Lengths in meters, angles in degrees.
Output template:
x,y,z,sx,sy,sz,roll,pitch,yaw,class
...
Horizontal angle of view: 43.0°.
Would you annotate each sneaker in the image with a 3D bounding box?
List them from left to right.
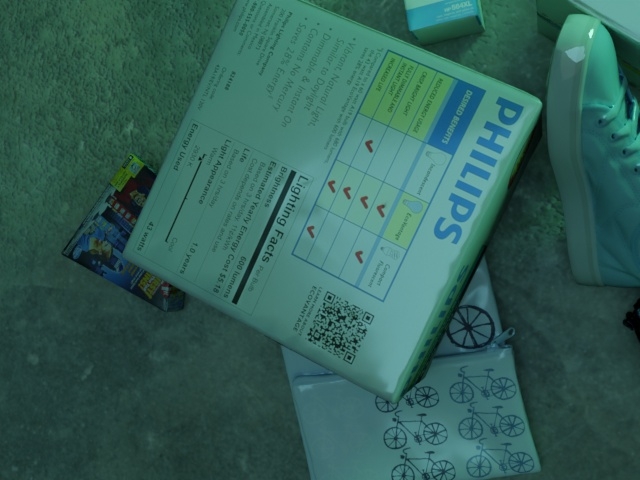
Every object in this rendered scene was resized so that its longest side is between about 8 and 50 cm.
x,y,z,sx,sy,sz,roll,pitch,yaw,class
0.345,-0.091,0.899,0.150,0.366,0.135,2,48,29,sneaker

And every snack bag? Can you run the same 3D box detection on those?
x,y,z,sx,sy,sz,roll,pitch,yaw,class
0.102,0.168,1.090,0.323,0.037,0.343,-11,94,18,snack bag

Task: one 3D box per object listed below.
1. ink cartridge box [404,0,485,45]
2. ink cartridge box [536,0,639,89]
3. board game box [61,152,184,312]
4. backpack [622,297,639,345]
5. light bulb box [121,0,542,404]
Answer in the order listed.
x,y,z,sx,sy,sz,roll,pitch,yaw,class
0.156,-0.342,1.061,0.089,0.092,0.143,-9,88,17,ink cartridge box
0.362,-0.295,0.922,0.168,0.232,0.171,35,100,12,ink cartridge box
-0.257,0.006,1.216,0.194,0.060,0.194,41,102,12,board game box
0.435,0.124,0.931,0.116,0.173,0.158,-34,80,15,backpack
0.024,-0.056,0.968,0.361,0.225,0.358,27,96,15,light bulb box
